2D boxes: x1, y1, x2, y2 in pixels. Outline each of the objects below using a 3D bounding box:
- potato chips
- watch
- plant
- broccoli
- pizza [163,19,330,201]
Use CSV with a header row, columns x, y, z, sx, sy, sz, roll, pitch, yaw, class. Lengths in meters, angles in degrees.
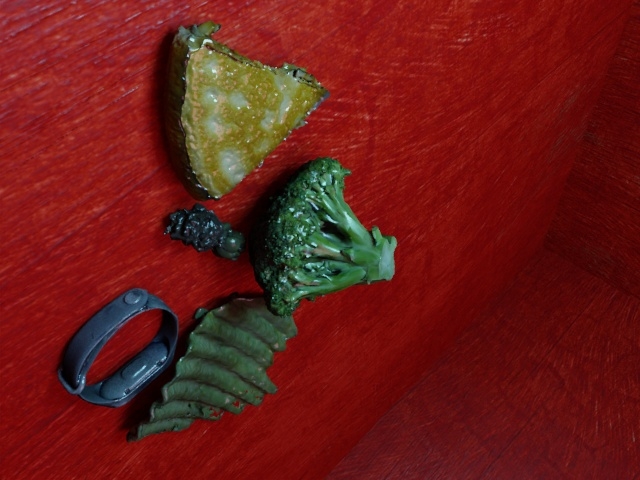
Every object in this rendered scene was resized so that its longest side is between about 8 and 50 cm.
x,y,z,sx,sy,sz,roll,pitch,yaw,class
-0.219,0.289,1.116,0.389,0.097,0.373,5,115,-57,potato chips
-0.339,0.189,0.880,0.206,0.068,0.193,-38,143,-30,watch
-0.188,-0.010,0.878,0.085,0.087,0.174,-30,150,20,plant
0.000,0.000,0.967,0.308,0.275,0.307,-27,121,-59,broccoli
-0.122,-0.216,0.754,0.288,0.074,0.251,-45,149,-16,pizza
